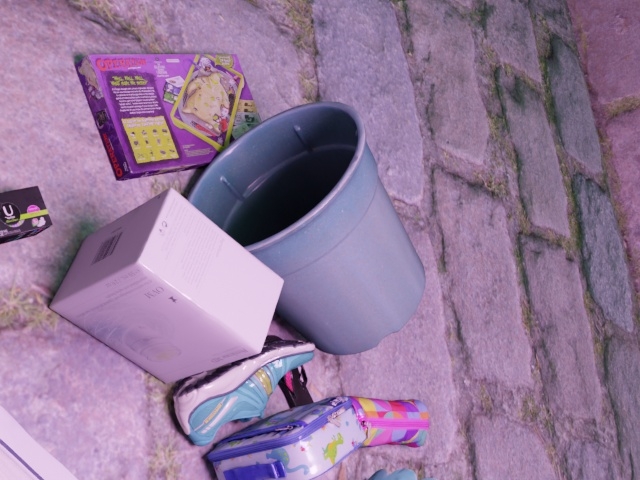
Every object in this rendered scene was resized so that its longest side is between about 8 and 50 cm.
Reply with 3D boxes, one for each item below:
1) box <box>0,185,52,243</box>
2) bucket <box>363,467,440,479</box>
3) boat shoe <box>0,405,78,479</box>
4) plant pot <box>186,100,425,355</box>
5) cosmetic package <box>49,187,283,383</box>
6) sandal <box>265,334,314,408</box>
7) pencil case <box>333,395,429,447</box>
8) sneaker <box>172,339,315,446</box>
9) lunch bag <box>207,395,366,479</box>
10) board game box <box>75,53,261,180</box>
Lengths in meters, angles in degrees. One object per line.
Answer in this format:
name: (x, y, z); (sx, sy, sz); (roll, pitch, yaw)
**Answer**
box: (-0.424, -0.033, 1.069); (0.083, 0.052, 0.062); (-21, 89, -50)
bucket: (0.131, 0.531, 1.266); (0.183, 0.281, 0.281); (-38, 102, -45)
boat shoe: (-0.431, 0.257, 0.876); (0.367, 0.135, 0.156); (56, 42, -28)
plant pot: (0.000, 0.000, 1.326); (0.334, 0.341, 0.341); (52, 40, -36)
cosmetic package: (-0.217, 0.076, 1.115); (0.224, 0.224, 0.138); (40, 46, -29)
sandal: (-0.046, 0.242, 1.374); (0.067, 0.040, 0.179); (-34, 99, -49)
pencil case: (0.108, 0.341, 1.458); (0.236, 0.104, 0.104); (12, 63, -46)
sneaker: (-0.118, 0.234, 1.262); (0.275, 0.107, 0.110); (-24, 103, -39)
lunch bag: (-0.053, 0.315, 1.190); (0.176, 0.219, 0.090); (-20, 87, -50)
board game box: (-0.244, -0.227, 1.373); (0.346, 0.056, 0.208); (-16, 89, -51)
